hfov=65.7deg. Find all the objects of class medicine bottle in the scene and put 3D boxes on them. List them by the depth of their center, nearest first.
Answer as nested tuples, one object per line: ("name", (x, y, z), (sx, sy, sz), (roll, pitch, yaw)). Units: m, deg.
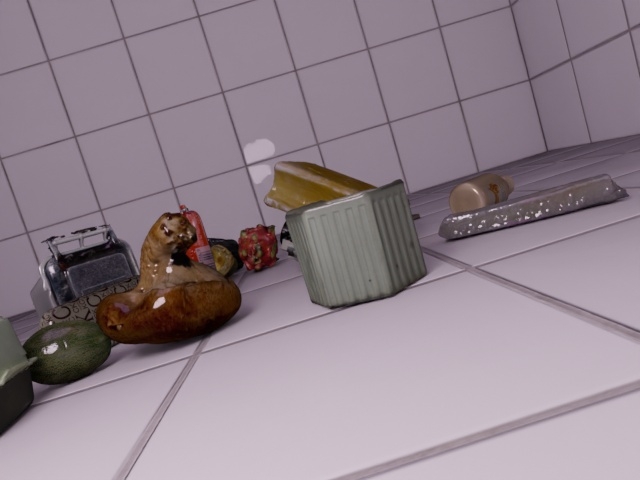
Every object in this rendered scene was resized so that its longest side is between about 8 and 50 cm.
("medicine bottle", (0.480, -0.136, 1.437), (0.114, 0.114, 0.252), (-11, 8, 46))

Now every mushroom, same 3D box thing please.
("mushroom", (-0.297, 0.100, 1.007), (0.267, 0.255, 0.267), (11, -18, 4))

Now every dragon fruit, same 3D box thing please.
("dragon fruit", (-0.213, 0.027, 1.728), (0.160, 0.167, 0.172), (21, 27, -23))

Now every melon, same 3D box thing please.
("melon", (-0.484, 0.212, 0.935), (0.167, 0.114, 0.114), (-12, 2, -34))
("melon", (-0.366, 0.096, 1.796), (0.130, 0.098, 0.098), (-18, 6, -1))

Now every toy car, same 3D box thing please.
("toy car", (0.000, 0.002, 1.459), (0.193, 0.118, 0.301), (15, 9, 8))

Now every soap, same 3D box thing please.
("soap", (0.057, -0.101, 1.384), (0.335, 0.156, 0.293), (24, 17, 24))

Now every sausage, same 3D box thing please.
("sausage", (-0.306, 0.042, 1.237), (0.074, 0.274, 0.074), (-16, 2, 0))

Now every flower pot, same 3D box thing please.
("flower pot", (0.064, 0.006, 0.935), (0.209, 0.190, 0.239), (-18, 7, -17))

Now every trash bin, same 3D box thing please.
("trash bin", (-0.690, 0.144, 1.432), (0.255, 0.296, 0.367), (-24, 3, -43))

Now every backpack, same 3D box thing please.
("backpack", (-0.416, 0.070, 1.916), (0.258, 0.133, 0.206), (-9, -31, -12))

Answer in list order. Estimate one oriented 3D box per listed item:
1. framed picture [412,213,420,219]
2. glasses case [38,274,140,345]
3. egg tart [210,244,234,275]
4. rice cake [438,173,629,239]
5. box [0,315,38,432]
("framed picture", (0.238, -0.060, 1.921), (0.192, 0.018, 0.265), (-20, 7, -20))
("glasses case", (-0.513, 0.181, 1.201), (0.085, 0.137, 0.354), (-16, 6, 23))
("egg tart", (-0.390, 0.099, 1.676), (0.212, 0.090, 0.213), (-8, 33, 5))
("rice cake", (0.465, -0.073, 1.126), (0.398, 0.064, 0.070), (-15, 0, 21))
("box", (-0.610, 0.242, 0.749), (0.290, 0.166, 0.220), (-18, 6, -7))
